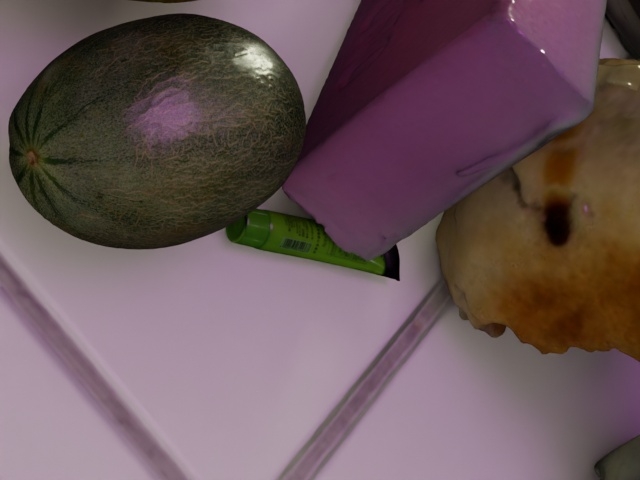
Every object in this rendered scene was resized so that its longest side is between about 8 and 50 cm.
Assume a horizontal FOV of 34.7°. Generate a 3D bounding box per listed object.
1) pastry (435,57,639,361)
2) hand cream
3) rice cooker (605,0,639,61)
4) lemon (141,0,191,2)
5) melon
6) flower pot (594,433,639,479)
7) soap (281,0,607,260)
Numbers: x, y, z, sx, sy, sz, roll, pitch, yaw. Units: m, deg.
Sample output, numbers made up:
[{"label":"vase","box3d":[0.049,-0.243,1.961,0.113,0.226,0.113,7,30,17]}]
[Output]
[{"label":"pastry","box3d":[0.220,-0.034,0.654,0.256,0.170,0.237,19,41,22]},{"label":"hand cream","box3d":[0.000,0.000,0.608,0.122,0.023,0.036,11,53,-37]},{"label":"rice cooker","box3d":[0.436,-0.311,0.919,0.335,0.325,0.335,19,57,-32]},{"label":"lemon","box3d":[-0.099,-0.242,0.509,0.263,0.236,0.236,0,68,-60]},{"label":"melon","box3d":[-0.074,-0.056,0.513,0.167,0.114,0.114,-25,85,-42]},{"label":"flower pot","box3d":[0.344,0.152,0.721,0.254,0.164,0.367,40,43,0]},{"label":"soap","box3d":[0.085,-0.130,0.623,0.081,0.181,0.259,39,45,-17]}]
